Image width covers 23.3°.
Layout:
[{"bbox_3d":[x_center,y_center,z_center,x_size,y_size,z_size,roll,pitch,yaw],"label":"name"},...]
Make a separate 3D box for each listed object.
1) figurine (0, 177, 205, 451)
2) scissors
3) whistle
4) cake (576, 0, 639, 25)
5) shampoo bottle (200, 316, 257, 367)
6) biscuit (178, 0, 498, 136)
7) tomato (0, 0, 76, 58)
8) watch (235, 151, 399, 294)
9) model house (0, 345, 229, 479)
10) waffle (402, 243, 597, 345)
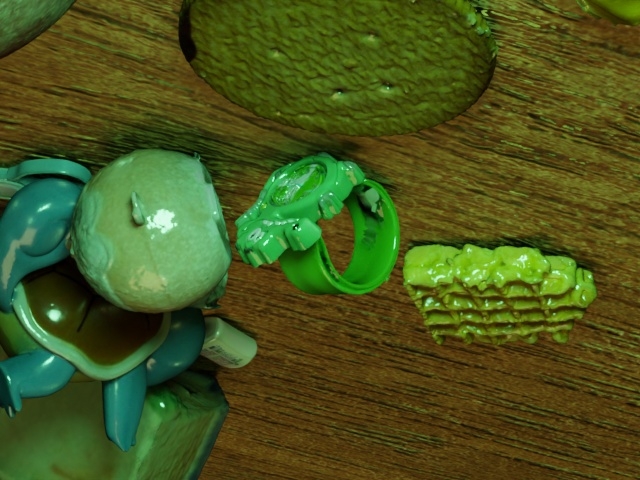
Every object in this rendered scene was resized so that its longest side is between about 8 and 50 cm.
[{"bbox_3d":[-0.310,0.081,1.865,0.298,0.243,0.416,43,176,33],"label":"figurine"},{"bbox_3d":[-0.389,-0.068,1.785,0.256,0.030,0.125,6,157,-2],"label":"scissors"},{"bbox_3d":[-0.178,0.009,1.741,0.189,0.189,0.348,2,166,9],"label":"whistle"},{"bbox_3d":[0.290,-0.215,1.281,0.184,0.080,0.116,-10,147,22],"label":"cake"},{"bbox_3d":[-0.134,0.142,2.128,0.072,0.043,0.099,-13,148,36],"label":"shampoo bottle"},{"bbox_3d":[0.017,-0.183,1.452,0.305,0.038,0.305,6,155,3],"label":"biscuit"},{"bbox_3d":[-0.288,-0.266,1.056,0.316,0.317,0.282,26,119,-33],"label":"tomato"},{"bbox_3d":[0.000,0.000,1.681,0.131,0.165,0.152,-3,136,44],"label":"watch"},{"bbox_3d":[-0.303,0.255,2.232,0.312,0.245,0.280,25,-171,23],"label":"model house"},{"bbox_3d":[0.231,0.072,1.885,0.219,0.057,0.229,-3,153,19],"label":"waffle"}]
